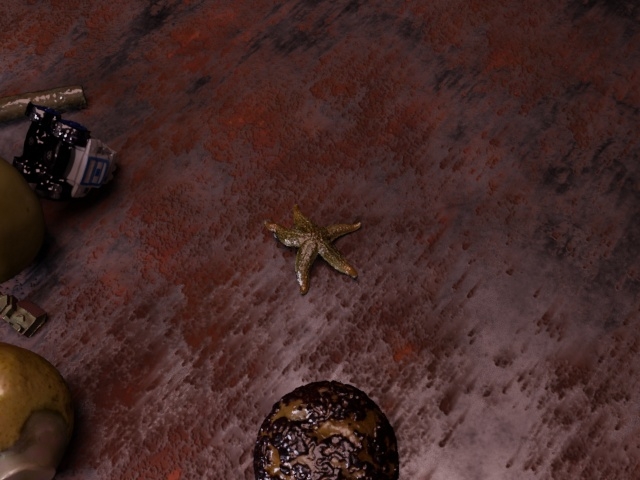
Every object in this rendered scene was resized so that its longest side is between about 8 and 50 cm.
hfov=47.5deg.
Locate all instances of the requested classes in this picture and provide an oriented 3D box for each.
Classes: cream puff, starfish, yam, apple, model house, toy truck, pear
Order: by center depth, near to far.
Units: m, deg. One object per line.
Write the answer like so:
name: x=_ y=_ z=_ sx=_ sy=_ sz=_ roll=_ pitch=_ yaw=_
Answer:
cream puff: x=0.008 y=0.336 z=1.139 sx=0.238 sy=0.165 sz=0.239 roll=-1 pitch=62 yaw=2
pear: x=-0.533 y=0.287 z=1.168 sx=0.271 sy=0.271 sz=0.271 roll=-2 pitch=60 yaw=4
apple: x=-0.655 y=-0.036 z=1.351 sx=0.262 sy=0.262 sz=0.263 roll=-2 pitch=60 yaw=4
model house: x=-0.566 y=0.134 z=1.367 sx=0.083 sy=0.057 sz=0.058 roll=30 pitch=72 yaw=22
starfish: x=0.000 y=0.000 z=1.404 sx=0.175 sy=0.053 sz=0.208 roll=-27 pitch=67 yaw=-21
toy truck: x=-0.511 y=-0.175 z=1.483 sx=0.213 sy=0.177 sz=0.161 roll=29 pitch=103 yaw=31
yam: x=-0.660 y=-0.303 z=1.622 sx=0.273 sy=0.061 sz=0.061 roll=-12 pitch=60 yaw=-3
